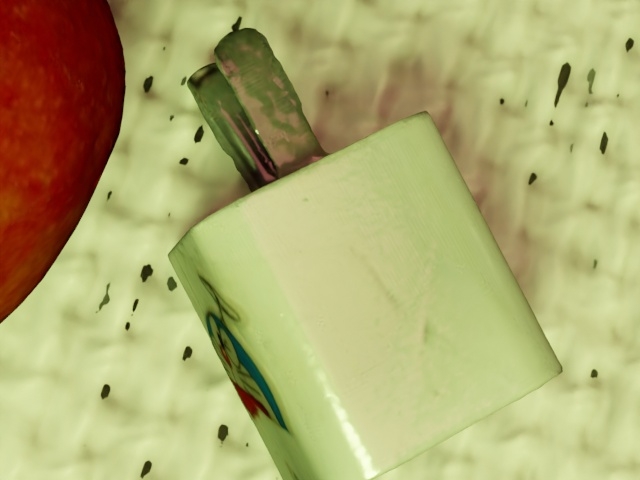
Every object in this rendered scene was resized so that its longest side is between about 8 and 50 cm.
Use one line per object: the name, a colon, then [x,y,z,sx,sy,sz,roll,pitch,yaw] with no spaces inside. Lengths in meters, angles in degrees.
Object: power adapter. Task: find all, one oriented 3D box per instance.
power adapter: [0.000,0.000,0.700,0.125,0.130,0.205,-27,87,-15]

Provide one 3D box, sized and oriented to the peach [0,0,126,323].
peach: [-0.199,-0.059,0.592,0.245,0.275,0.248,-8,89,-10]
